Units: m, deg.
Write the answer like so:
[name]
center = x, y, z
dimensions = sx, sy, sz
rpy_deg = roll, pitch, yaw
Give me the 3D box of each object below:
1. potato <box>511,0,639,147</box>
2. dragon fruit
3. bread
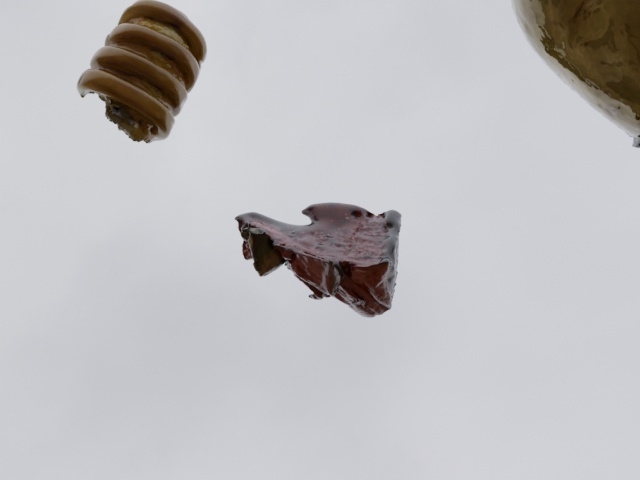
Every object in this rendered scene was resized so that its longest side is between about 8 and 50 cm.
[potato]
center = 0.279, -0.234, 1.018
dimensions = 0.242, 0.285, 0.242
rpy_deg = 14, -42, 13
[dragon fruit]
center = -0.006, 0.000, 1.204
dimensions = 0.192, 0.092, 0.122
rpy_deg = 18, -93, 17
[bread]
center = -0.201, -0.196, 1.277
dimensions = 0.119, 0.177, 0.084
rpy_deg = 31, -22, -18
